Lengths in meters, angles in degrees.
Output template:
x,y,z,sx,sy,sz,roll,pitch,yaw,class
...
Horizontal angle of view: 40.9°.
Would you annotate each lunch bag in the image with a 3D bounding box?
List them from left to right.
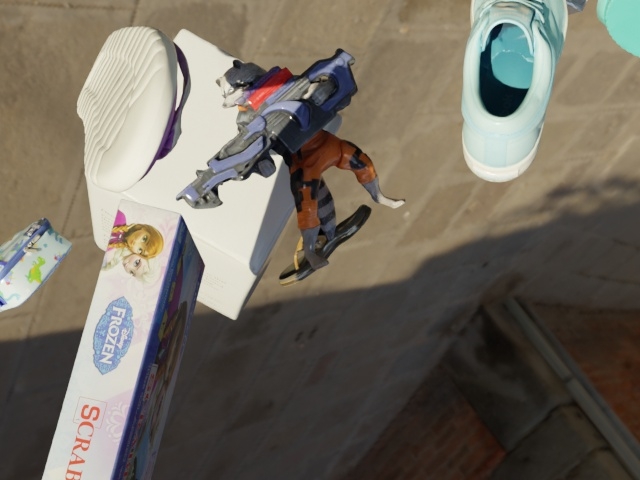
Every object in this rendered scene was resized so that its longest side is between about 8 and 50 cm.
x,y,z,sx,sy,sz,roll,pitch,yaw,class
-0.578,0.056,1.621,0.219,0.090,0.176,-16,-147,49,lunch bag

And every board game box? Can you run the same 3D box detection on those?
x,y,z,sx,sy,sz,roll,pitch,yaw,class
-0.201,0.146,0.921,0.318,0.065,0.319,111,-8,-80,board game box

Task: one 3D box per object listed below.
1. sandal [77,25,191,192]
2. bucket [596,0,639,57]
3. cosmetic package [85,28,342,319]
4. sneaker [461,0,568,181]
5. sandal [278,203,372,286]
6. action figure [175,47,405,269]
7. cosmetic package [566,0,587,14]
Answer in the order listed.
x,y,z,sx,sy,sz,roll,pitch,yaw,class
-0.201,-0.163,0.994,0.102,0.416,0.169,23,104,-26,sandal
0.496,-0.367,1.115,0.281,0.183,0.281,9,160,3,bucket
-0.202,-0.102,1.592,0.330,0.327,0.394,-62,-178,-21,cosmetic package
0.252,-0.266,1.092,0.135,0.366,0.150,3,159,8,sneaker
0.000,0.000,1.583,0.219,0.060,0.090,-41,-169,18,sandal
-0.066,-0.118,1.317,0.341,0.330,0.178,-35,-170,-15,action figure
0.416,-0.433,1.447,0.099,0.060,0.239,-63,-179,13,cosmetic package
